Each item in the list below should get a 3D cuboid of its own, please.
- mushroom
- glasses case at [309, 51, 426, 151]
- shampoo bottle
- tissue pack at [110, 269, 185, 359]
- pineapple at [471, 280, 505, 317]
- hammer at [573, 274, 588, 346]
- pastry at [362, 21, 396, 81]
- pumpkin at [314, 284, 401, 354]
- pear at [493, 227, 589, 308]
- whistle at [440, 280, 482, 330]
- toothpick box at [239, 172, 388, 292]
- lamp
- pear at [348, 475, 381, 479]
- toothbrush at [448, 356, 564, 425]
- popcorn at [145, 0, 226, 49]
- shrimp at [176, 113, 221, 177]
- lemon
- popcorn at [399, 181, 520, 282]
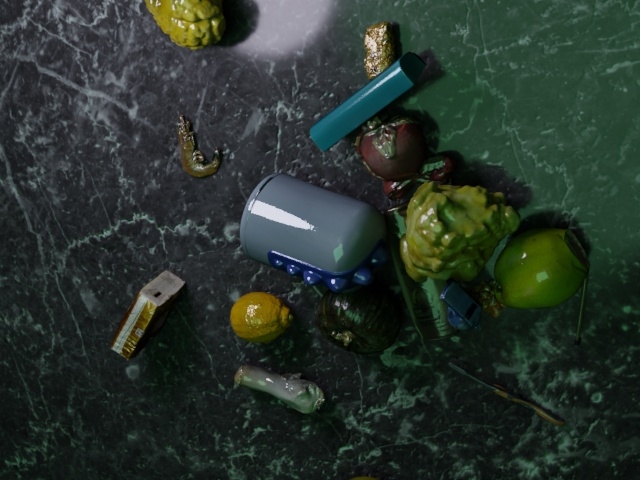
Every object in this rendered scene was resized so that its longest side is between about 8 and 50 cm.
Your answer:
[{"bbox_3d":[-0.117,0.417,2.102,0.278,0.096,0.099,15,110,22],"label":"mushroom"},{"bbox_3d":[0.104,-0.327,1.730,0.070,0.117,0.301,46,130,-12],"label":"glasses case"},{"bbox_3d":[0.251,0.074,1.850,0.126,0.084,0.349,-14,99,28],"label":"shampoo bottle"},{"bbox_3d":[-0.501,0.213,2.143,0.092,0.183,0.226,33,116,5],"label":"tissue pack"},{"bbox_3d":[0.438,0.135,1.812,0.114,0.114,0.077,-35,128,11],"label":"pineapple"},{"bbox_3d":[0.616,0.154,1.745,0.013,0.062,0.198,8,104,24],"label":"hammer"},{"bbox_3d":[0.142,-0.441,1.750,0.080,0.056,0.140,-2,108,35],"label":"pastry"},{"bbox_3d":[0.095,0.203,1.895,0.224,0.157,0.223,18,144,13],"label":"pumpkin"},{"bbox_3d":[0.493,0.070,1.698,0.220,0.187,0.187,-28,94,28],"label":"pear"},{"bbox_3d":[0.333,0.165,1.776,0.158,0.090,0.090,43,118,-17],"label":"whistle"},{"bbox_3d":[0.000,0.000,1.807,0.355,0.263,0.262,20,113,24],"label":"toothpick box"},{"bbox_3d":[0.199,-0.211,1.760,0.215,0.151,0.223,-9,146,30],"label":"lamp"},{"bbox_3d":[0.123,0.753,2.060,0.200,0.200,0.199,7,108,20],"label":"pear"},{"bbox_3d":[0.472,0.388,1.886,0.321,0.031,0.023,30,143,12],"label":"toothbrush"},{"bbox_3d":[-0.317,-0.592,1.841,0.203,0.226,0.200,-42,128,-9],"label":"popcorn"},{"bbox_3d":[-0.330,-0.256,2.013,0.124,0.034,0.178,1,108,19],"label":"shrimp"},{"bbox_3d":[-0.163,0.212,2.030,0.187,0.142,0.142,-4,105,18],"label":"lemon"},{"bbox_3d":[0.317,-0.020,1.703,0.250,0.242,0.234,-8,76,-12],"label":"popcorn"}]
